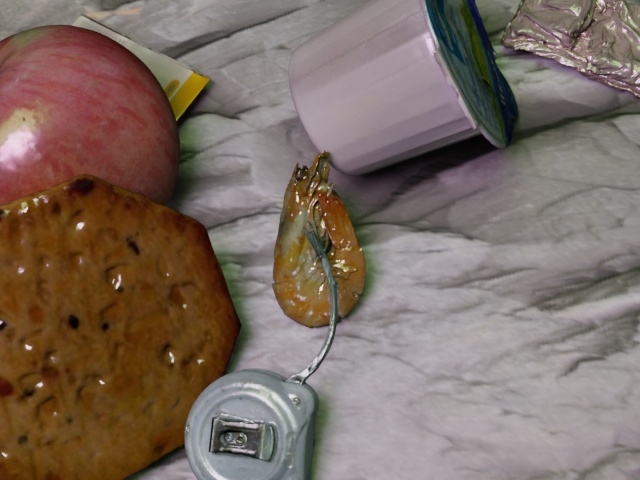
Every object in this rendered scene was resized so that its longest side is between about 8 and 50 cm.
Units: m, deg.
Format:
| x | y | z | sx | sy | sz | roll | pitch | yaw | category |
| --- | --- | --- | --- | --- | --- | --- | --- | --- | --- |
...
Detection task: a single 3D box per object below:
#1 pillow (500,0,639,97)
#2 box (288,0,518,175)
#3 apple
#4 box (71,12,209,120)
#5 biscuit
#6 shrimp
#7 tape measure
| x | y | z | sx | sy | sz | roll | pitch | yaw | category |
| --- | --- | --- | --- | --- | --- | --- | --- | --- | --- |
| 0.377 | -0.274 | 1.137 | 0.248 | 0.049 | 0.135 | 26 | 68 | 16 | pillow |
| 0.100 | -0.194 | 1.060 | 0.206 | 0.291 | 0.262 | -20 | 69 | 25 | box |
| -0.336 | -0.093 | 1.052 | 0.345 | 0.269 | 0.345 | -22 | 42 | 22 | apple |
| -0.287 | -0.227 | 1.226 | 0.247 | 0.033 | 0.129 | 30 | 73 | 20 | box |
| -0.256 | 0.106 | 0.932 | 0.359 | 0.359 | 0.046 | -48 | 27 | -13 | biscuit |
| 0.001 | 0.000 | 1.024 | 0.115 | 0.051 | 0.217 | 6 | 101 | 8 | shrimp |
| -0.065 | 0.136 | 0.950 | 0.164 | 0.084 | 0.330 | 2 | 86 | 7 | tape measure |
